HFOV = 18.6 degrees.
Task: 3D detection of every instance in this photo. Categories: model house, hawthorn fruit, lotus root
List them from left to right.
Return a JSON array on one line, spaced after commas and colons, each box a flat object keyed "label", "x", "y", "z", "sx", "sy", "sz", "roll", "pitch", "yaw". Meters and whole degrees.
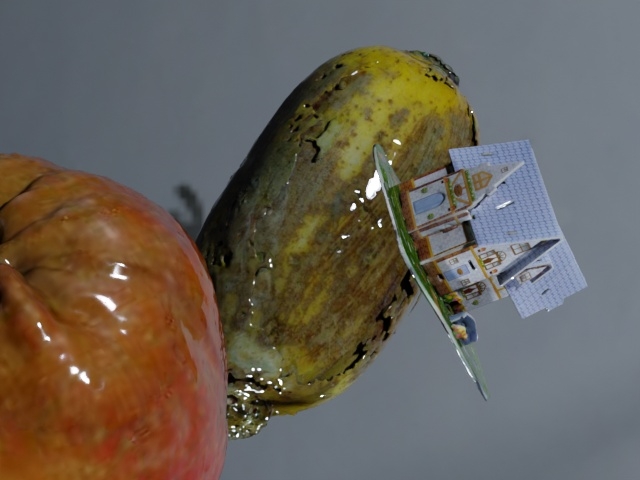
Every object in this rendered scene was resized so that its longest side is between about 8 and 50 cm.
[{"label": "hawthorn fruit", "x": -0.170, "y": 0.079, "z": 1.156, "sx": 0.258, "sy": 0.262, "sz": 0.258, "roll": -10, "pitch": 69, "yaw": 26}, {"label": "lotus root", "x": 0.000, "y": 0.000, "z": 1.730, "sx": 0.397, "sy": 0.196, "sz": 0.179, "roll": -61, "pitch": 15, "yaw": -16}, {"label": "model house", "x": 0.106, "y": 0.005, "z": 1.196, "sx": 0.088, "sy": 0.167, "sz": 0.117, "roll": -22, "pitch": 45, "yaw": 10}]
